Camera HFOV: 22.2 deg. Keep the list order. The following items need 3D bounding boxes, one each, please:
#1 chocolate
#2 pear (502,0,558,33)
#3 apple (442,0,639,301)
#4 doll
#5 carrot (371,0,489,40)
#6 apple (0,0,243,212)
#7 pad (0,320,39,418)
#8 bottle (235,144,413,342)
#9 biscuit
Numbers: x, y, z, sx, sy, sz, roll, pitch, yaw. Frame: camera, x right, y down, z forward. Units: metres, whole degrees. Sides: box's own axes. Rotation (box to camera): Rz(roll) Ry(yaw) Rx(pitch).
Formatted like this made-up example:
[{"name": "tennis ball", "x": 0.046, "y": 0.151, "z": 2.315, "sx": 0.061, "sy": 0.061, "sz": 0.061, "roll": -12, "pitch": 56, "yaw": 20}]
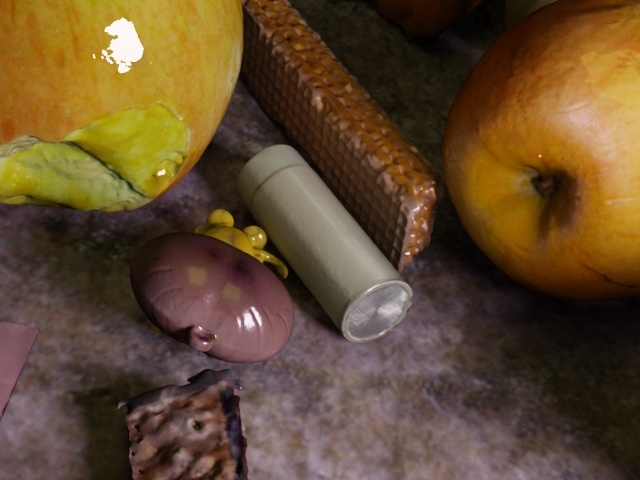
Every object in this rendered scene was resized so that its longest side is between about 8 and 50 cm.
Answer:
[{"name": "chocolate", "x": -0.083, "y": 0.231, "z": 1.190, "sx": 0.102, "sy": 0.065, "sz": 0.329, "roll": -15, "pitch": 42, "yaw": 2}, {"name": "pear", "x": 0.276, "y": -0.238, "z": 1.714, "sx": 0.167, "sy": 0.137, "sz": 0.167, "roll": 7, "pitch": 42, "yaw": -6}, {"name": "apple", "x": 0.244, "y": -0.076, "z": 1.424, "sx": 0.233, "sy": 0.286, "sz": 0.286, "roll": -27, "pitch": 52, "yaw": -38}, {"name": "doll", "x": -0.080, "y": 0.043, "z": 1.384, "sx": 0.145, "sy": 0.096, "sz": 0.188, "roll": 39, "pitch": 25, "yaw": 13}, {"name": "carrot", "x": 0.181, "y": -0.343, "z": 1.789, "sx": 0.254, "sy": 0.196, "sz": 0.196, "roll": -23, "pitch": 50, "yaw": -36}, {"name": "apple", "x": -0.233, "y": -0.202, "z": 1.468, "sx": 0.339, "sy": 0.340, "sz": 0.340, "roll": 5, "pitch": 42, "yaw": -4}, {"name": "pad", "x": -0.336, "y": 0.095, "z": 1.340, "sx": 0.187, "sy": 0.006, "sz": 0.113, "roll": 10, "pitch": 43, "yaw": 5}, {"name": "bottle", "x": 0.000, "y": 0.000, "z": 1.450, "sx": 0.072, "sy": 0.072, "sz": 0.201, "roll": -17, "pitch": 47, "yaw": -25}, {"name": "biscuit", "x": 0.007, "y": -0.121, "z": 1.571, "sx": 0.054, "sy": 0.094, "sz": 0.379, "roll": -16, "pitch": 46, "yaw": -24}]
